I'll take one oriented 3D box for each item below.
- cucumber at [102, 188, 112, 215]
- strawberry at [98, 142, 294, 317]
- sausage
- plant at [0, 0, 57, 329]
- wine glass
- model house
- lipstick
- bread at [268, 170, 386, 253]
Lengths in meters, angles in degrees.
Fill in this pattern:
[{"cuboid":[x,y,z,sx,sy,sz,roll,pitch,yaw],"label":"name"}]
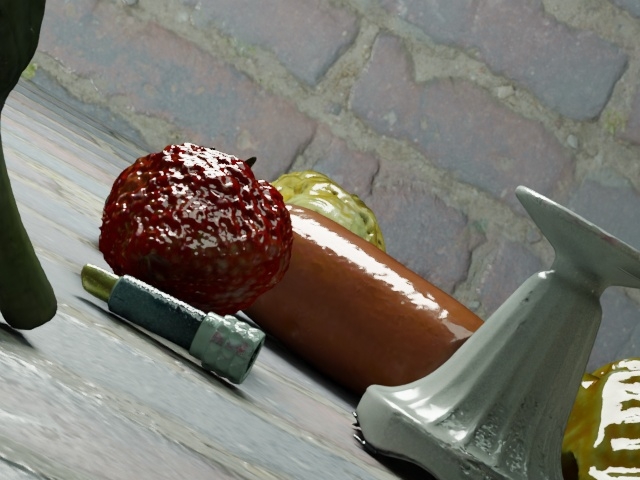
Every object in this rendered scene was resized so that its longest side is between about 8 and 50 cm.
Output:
[{"cuboid":[-0.128,-0.019,1.514,0.074,0.074,0.241,30,2,2],"label":"cucumber"},{"cuboid":[-0.083,0.002,1.234,0.131,0.131,0.148,30,32,-13],"label":"strawberry"},{"cuboid":[0.019,0.052,1.428,0.259,0.113,0.113,33,3,34],"label":"sausage"},{"cuboid":[-0.194,-0.104,0.784,0.306,0.297,0.261,-8,-2,14],"label":"plant"},{"cuboid":[0.134,0.080,1.197,0.165,0.196,0.165,32,4,-2],"label":"wine glass"},{"cuboid":[0.249,0.178,1.345,0.268,0.173,0.239,-3,0,27],"label":"model house"},{"cuboid":[-0.092,0.046,1.110,0.116,0.037,0.037,25,2,6],"label":"lipstick"},{"cuboid":[0.000,0.000,2.037,0.152,0.130,0.267,39,1,-8],"label":"bread"}]
